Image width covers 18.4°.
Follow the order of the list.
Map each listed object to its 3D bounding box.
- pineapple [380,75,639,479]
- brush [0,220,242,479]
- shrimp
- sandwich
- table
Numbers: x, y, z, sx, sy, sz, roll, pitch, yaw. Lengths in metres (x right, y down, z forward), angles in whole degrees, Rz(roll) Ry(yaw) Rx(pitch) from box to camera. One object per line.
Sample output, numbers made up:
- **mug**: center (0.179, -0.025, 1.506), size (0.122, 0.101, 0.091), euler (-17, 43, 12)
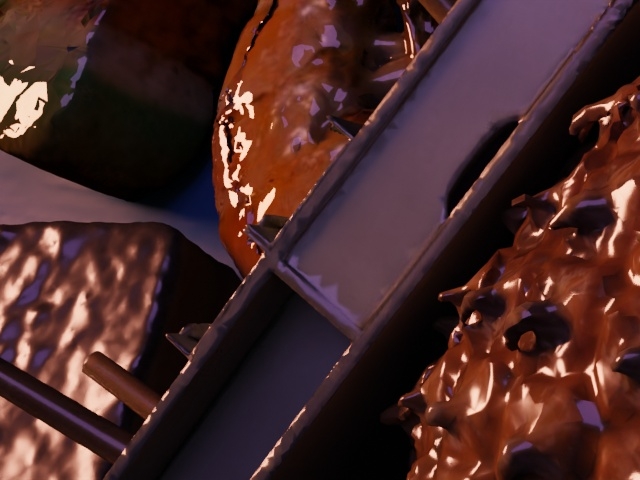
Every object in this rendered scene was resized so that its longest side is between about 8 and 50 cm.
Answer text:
- **pineapple**: center (0.078, 0.091, 0.520), size (0.362, 0.202, 0.202), euler (-43, 46, 16)
- **brush**: center (-0.109, 0.084, 0.720), size (0.123, 0.059, 0.197), euler (-2, 60, 29)
- **shrimp**: center (0.090, -0.075, 0.687), size (0.290, 0.054, 0.222), euler (-9, 65, 27)
- **sandwich**: center (-0.078, -0.180, 0.809), size (0.301, 0.162, 0.250), euler (-41, 52, 6)
- **table**: center (0.000, 0.000, 0.603), size (0.111, 0.121, 0.240), euler (41, 103, 21)
